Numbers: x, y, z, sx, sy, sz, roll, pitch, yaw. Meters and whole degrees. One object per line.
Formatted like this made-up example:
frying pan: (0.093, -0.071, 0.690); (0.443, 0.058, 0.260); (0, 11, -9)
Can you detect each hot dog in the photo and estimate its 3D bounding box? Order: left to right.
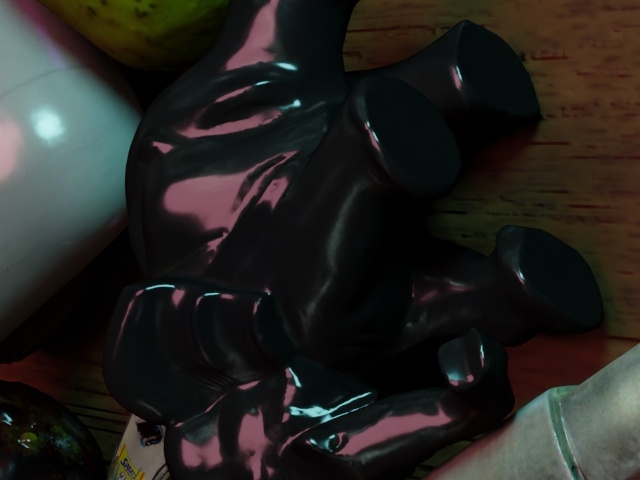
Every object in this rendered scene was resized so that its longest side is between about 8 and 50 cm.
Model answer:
hot dog: (-0.219, 0.022, 1.451); (0.099, 0.065, 0.147); (19, 92, 49)

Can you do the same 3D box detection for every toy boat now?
toy boat: (-0.101, 0.123, 1.297); (0.084, 0.066, 0.210); (50, 121, 44)

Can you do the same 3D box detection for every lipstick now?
lipstick: (0.144, 0.110, 1.000); (0.253, 0.079, 0.077); (-41, 55, 39)

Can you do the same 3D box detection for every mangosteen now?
mangosteen: (-0.230, 0.186, 1.369); (0.172, 0.172, 0.184); (46, 139, 43)

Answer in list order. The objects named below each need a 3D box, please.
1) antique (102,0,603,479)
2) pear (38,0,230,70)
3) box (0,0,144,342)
antique: (0.000, 0.000, 1.119); (0.255, 0.185, 0.322); (-38, 53, 32)
pear: (-0.124, -0.264, 1.240); (0.342, 0.238, 0.318); (-5, 94, 36)
box: (-0.282, -0.092, 1.386); (0.288, 0.141, 0.349); (-40, 64, 18)
